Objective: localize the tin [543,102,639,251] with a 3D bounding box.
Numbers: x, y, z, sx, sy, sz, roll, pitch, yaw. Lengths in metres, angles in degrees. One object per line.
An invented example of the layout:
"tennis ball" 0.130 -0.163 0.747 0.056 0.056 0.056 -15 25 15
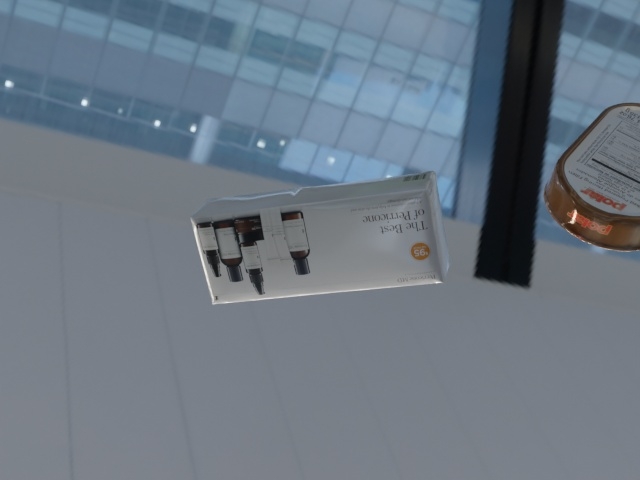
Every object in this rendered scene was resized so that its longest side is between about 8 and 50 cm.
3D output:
"tin" 0.265 -0.060 0.878 0.106 0.040 0.190 27 -135 22

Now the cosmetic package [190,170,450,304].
"cosmetic package" 0.000 0.000 1.002 0.239 0.099 0.060 -7 -159 17
